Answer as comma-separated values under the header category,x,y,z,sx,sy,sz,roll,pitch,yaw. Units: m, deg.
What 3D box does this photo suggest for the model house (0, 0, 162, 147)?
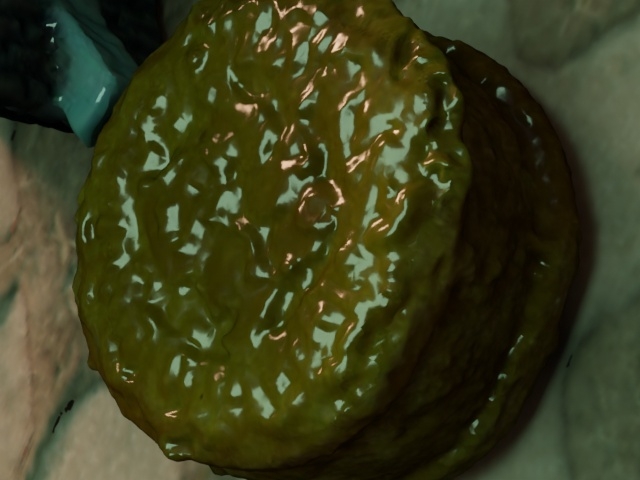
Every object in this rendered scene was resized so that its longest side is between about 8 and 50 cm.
category,x,y,z,sx,sy,sz,roll,pitch,yaw
model house,-0.177,-0.150,0.781,0.226,0.261,0.241,-53,53,21

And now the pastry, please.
category,x,y,z,sx,sy,sz,roll,pitch,yaw
pastry,0.000,0.000,0.711,0.189,0.103,0.188,-8,77,38
